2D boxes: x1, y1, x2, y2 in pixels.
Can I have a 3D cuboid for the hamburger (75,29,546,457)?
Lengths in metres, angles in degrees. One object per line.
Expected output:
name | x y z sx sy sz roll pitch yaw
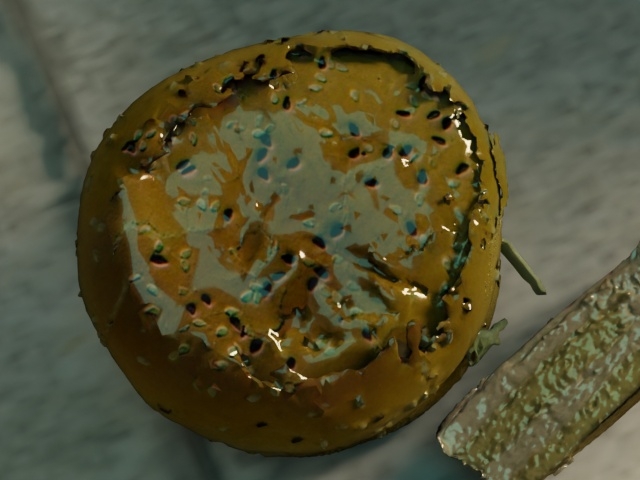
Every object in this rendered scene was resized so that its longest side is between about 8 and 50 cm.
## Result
hamburger | 0.000 0.000 0.737 0.185 0.113 0.177 11 74 3

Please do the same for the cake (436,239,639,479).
cake | 0.106 0.057 0.755 0.121 0.065 0.052 -43 78 -1
